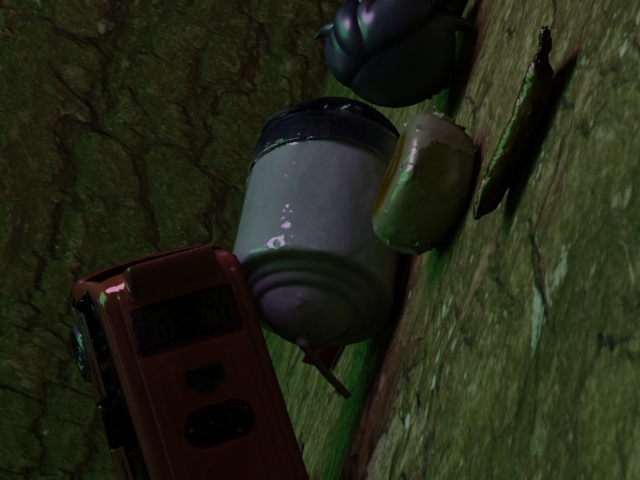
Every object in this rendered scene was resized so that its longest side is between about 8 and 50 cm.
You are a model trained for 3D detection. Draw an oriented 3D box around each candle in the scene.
[{"bbox_3d":[0.000,0.000,1.826,0.221,0.221,0.342,117,167,-50],"label":"candle"}]

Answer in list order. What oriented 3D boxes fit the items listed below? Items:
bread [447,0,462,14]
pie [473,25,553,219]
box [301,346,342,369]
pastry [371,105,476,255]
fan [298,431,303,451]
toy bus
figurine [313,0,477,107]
[{"bbox_3d":[0.162,-0.336,2.062,0.092,0.074,0.239,-95,25,-59],"label":"bread"},{"bbox_3d":[0.192,-0.111,1.375,0.088,0.033,0.191,-38,-31,-73],"label":"pie"},{"bbox_3d":[0.036,0.067,2.061,0.123,0.050,0.229,-79,10,-47],"label":"box"},{"bbox_3d":[0.116,-0.065,1.626,0.166,0.088,0.165,-159,90,-84],"label":"pastry"},{"bbox_3d":[-0.034,0.311,2.140,0.083,0.004,0.056,-78,9,-49],"label":"fan"},{"bbox_3d":[-0.142,0.215,1.674,0.233,0.203,0.426,143,110,-69],"label":"toy bus"},{"bbox_3d":[0.104,-0.283,1.902,0.265,0.197,0.175,-50,-11,-44],"label":"figurine"}]
